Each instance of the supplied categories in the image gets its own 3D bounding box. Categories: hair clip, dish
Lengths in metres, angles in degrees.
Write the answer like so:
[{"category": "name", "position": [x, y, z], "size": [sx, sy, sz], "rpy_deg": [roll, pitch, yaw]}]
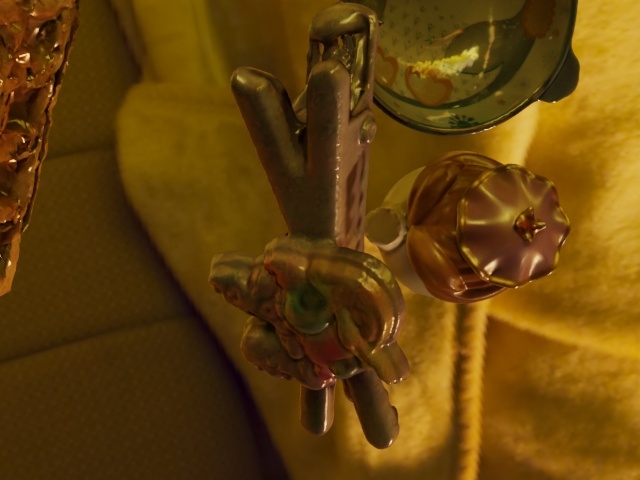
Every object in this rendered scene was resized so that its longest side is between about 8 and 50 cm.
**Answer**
[{"category": "hair clip", "position": [-0.006, 0.000, 0.825], "size": [0.137, 0.090, 0.279], "rpy_deg": [6, 107, 26]}, {"category": "dish", "position": [0.107, -0.200, 1.102], "size": [0.236, 0.228, 0.086], "rpy_deg": [56, 174, -25]}]

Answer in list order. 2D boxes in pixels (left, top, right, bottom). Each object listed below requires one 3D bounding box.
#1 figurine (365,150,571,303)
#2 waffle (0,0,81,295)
[{"category": "figurine", "position": [0.137, -0.012, 1.313], "size": [0.263, 0.189, 0.142], "rpy_deg": [170, 97, -80]}, {"category": "waffle", "position": [-0.248, -0.042, 0.680], "size": [0.091, 0.308, 0.213], "rpy_deg": [23, 110, 17]}]
